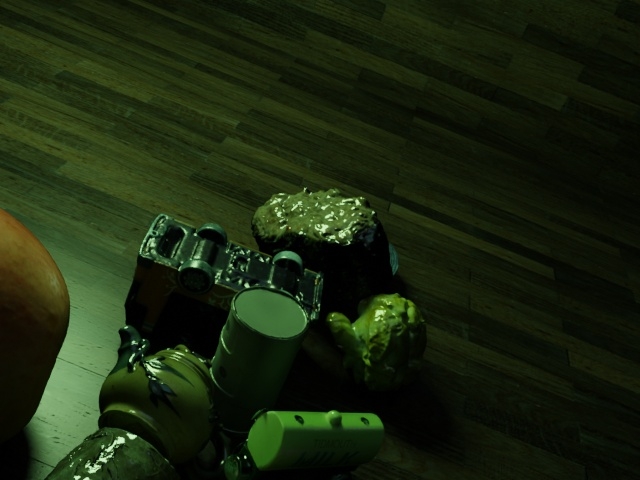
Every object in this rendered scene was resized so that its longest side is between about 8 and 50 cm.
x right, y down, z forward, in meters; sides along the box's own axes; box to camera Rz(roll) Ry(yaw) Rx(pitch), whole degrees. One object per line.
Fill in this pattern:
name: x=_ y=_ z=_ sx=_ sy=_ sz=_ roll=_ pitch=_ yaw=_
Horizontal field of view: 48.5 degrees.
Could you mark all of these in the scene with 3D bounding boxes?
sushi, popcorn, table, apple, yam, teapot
sushi: x=0.000 y=0.000 z=1.460 sx=0.211 sy=0.171 sz=0.350 roll=-21 pitch=23 yaw=-27
popcorn: x=0.102 y=0.183 z=1.335 sx=0.212 sy=0.198 sz=0.198 roll=5 pitch=34 yaw=-14
table: x=-0.110 y=0.195 z=1.144 sx=0.126 sy=0.220 sz=0.126 roll=16 pitch=32 yaw=-10
apple: x=-0.498 y=0.112 z=0.916 sx=0.364 sy=0.364 sz=0.364 roll=16 pitch=32 yaw=-10
yam: x=-0.290 y=0.337 z=0.882 sx=0.154 sy=0.154 sz=0.254 roll=29 pitch=31 yaw=12
teapot: x=-0.218 y=0.241 z=1.056 sx=0.269 sy=0.173 sz=0.182 roll=51 pitch=39 yaw=-14

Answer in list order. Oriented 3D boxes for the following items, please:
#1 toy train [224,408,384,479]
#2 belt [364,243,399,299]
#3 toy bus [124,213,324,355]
toy train: x=-0.017 y=0.309 z=1.057 sx=0.253 sy=0.157 sz=0.105 roll=13 pitch=30 yaw=-42
belt: x=0.106 y=0.050 z=1.635 sx=0.141 sy=0.082 sz=0.190 roll=29 pitch=33 yaw=2
toy bus: x=-0.175 y=0.100 z=1.279 sx=0.323 sy=0.194 sz=0.162 roll=21 pitch=31 yaw=-8
